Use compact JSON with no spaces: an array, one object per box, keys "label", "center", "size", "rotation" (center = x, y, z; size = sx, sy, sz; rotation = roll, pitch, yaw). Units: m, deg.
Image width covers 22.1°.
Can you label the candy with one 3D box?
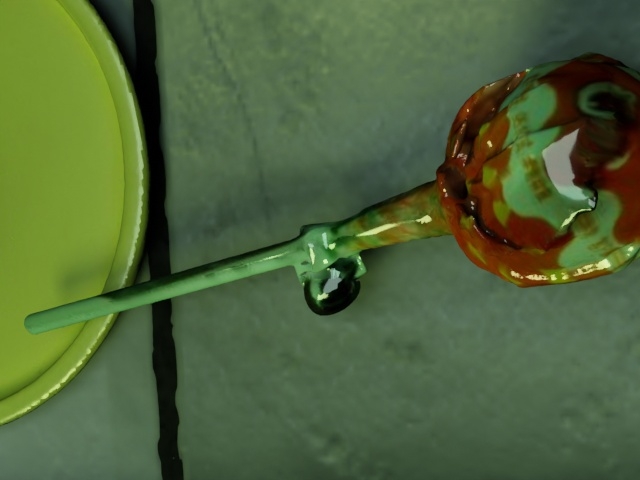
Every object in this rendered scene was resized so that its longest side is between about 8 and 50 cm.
[{"label":"candy","center":[0.000,0.001,0.625],"size":[0.288,0.084,0.078],"rotation":[-16,91,25]}]

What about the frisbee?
[{"label":"frisbee","center":[-0.178,-0.027,0.731],"size":[0.236,0.017,0.236],"rotation":[1,93,22]}]
